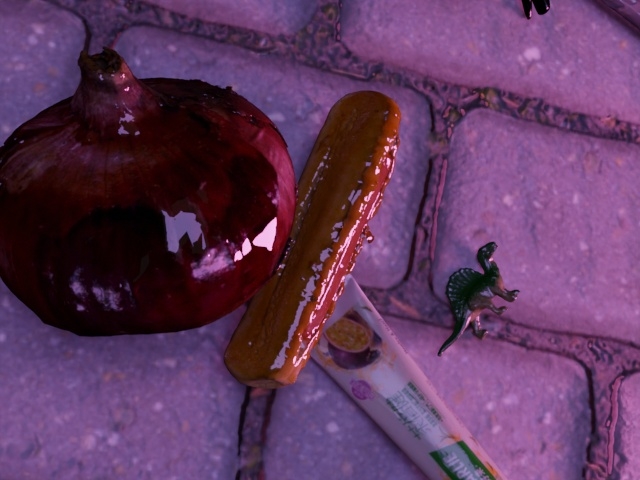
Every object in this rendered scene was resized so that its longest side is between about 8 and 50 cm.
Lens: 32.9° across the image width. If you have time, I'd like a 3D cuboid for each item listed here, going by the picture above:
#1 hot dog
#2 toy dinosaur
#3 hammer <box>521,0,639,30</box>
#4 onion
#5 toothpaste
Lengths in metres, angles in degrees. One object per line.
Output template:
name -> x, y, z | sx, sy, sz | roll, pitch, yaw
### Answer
hot dog -> -0.003, -0.002, 0.945 | 0.088, 0.061, 0.285 | 18, 72, 32
toy dinosaur -> 0.138, 0.058, 1.003 | 0.060, 0.029, 0.119 | 40, 77, 12
hammer -> 0.384, -0.195, 1.108 | 0.427, 0.044, 0.152 | 33, 73, -7
onion -> -0.143, -0.043, 0.826 | 0.252, 0.252, 0.219 | -32, 131, -19
toothpaste -> 0.094, 0.166, 0.954 | 0.314, 0.056, 0.058 | 49, 35, 3
